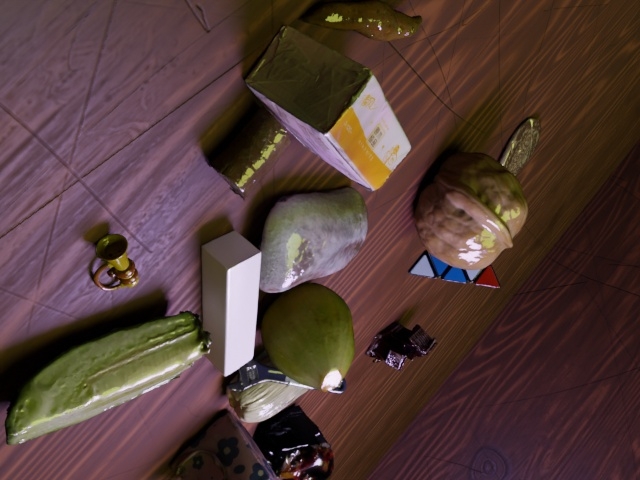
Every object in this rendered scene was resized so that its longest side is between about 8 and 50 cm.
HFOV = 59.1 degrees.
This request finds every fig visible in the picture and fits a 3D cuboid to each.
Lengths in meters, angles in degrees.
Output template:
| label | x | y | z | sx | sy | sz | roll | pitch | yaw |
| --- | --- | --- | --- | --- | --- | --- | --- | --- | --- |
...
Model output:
| label | x | y | z | sx | sy | sz | roll | pitch | yaw |
| --- | --- | --- | --- | --- | --- | --- | --- | --- | --- |
| fig | -0.014 | 0.213 | 1.228 | 0.207 | 0.230 | 0.207 | -37 | 162 | -15 |

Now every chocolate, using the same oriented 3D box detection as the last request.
| label | x | y | z | sx | sy | sz | roll | pitch | yaw |
| --- | --- | --- | --- | --- | --- | --- | --- | --- | --- |
| chocolate | 0.000 | 0.000 | 1.121 | 0.303 | 0.100 | 0.185 | -16 | 125 | -51 |

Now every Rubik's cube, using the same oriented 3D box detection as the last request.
| label | x | y | z | sx | sy | sz | roll | pitch | yaw |
| --- | --- | --- | --- | --- | --- | --- | --- | --- | --- |
| Rubik's cube | 0.481 | 0.056 | 1.772 | 0.284 | 0.234 | 0.250 | 3 | 118 | -56 |

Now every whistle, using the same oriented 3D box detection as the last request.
| label | x | y | z | sx | sy | sz | roll | pitch | yaw |
| --- | --- | --- | --- | --- | --- | --- | --- | --- | --- |
| whistle | -0.300 | 0.045 | 0.831 | 0.057 | 0.046 | 0.109 | -52 | 160 | -33 |

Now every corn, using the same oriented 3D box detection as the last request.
| label | x | y | z | sx | sy | sz | roll | pitch | yaw |
| --- | --- | --- | --- | --- | --- | --- | --- | --- | --- |
| corn | -0.082 | 0.313 | 1.348 | 0.305 | 0.123 | 0.122 | -33 | 143 | -34 |

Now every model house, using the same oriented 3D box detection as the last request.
| label | x | y | z | sx | sy | sz | roll | pitch | yaw |
| --- | --- | --- | --- | --- | --- | --- | --- | --- | --- |
| model house | 0.271 | 0.362 | 1.872 | 0.203 | 0.164 | 0.141 | -29 | 137 | -34 |

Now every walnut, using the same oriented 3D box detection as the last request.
| label | x | y | z | sx | sy | sz | roll | pitch | yaw |
| --- | --- | --- | --- | --- | --- | --- | --- | --- | --- |
| walnut | 0.396 | -0.070 | 1.487 | 0.296 | 0.285 | 0.285 | -49 | 151 | 6 |

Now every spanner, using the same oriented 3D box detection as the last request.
| label | x | y | z | sx | sy | sz | roll | pitch | yaw |
| --- | --- | --- | --- | --- | --- | --- | --- | --- | --- |
| spanner | -0.074 | 0.315 | 1.278 | 0.315 | 0.024 | 0.087 | 17 | 65 | -27 |

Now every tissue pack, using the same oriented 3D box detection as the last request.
| label | x | y | z | sx | sy | sz | roll | pitch | yaw |
| --- | --- | --- | --- | --- | --- | --- | --- | --- | --- |
| tissue pack | 0.021 | -0.198 | 0.885 | 0.124 | 0.185 | 0.225 | -54 | 151 | 0 |

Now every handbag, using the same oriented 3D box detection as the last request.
| label | x | y | z | sx | sy | sz | roll | pitch | yaw |
| --- | --- | --- | --- | --- | --- | --- | --- | --- | --- |
| handbag | -0.213 | 0.561 | 1.314 | 0.193 | 0.251 | 0.190 | -35 | 141 | -13 |

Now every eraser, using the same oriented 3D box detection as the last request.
| label | x | y | z | sx | sy | sz | roll | pitch | yaw |
| --- | --- | --- | --- | --- | --- | --- | --- | --- | --- |
| eraser | -0.172 | 0.126 | 1.065 | 0.076 | 0.078 | 0.298 | -29 | 143 | -37 |

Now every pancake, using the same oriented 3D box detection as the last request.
| label | x | y | z | sx | sy | sz | roll | pitch | yaw |
| --- | --- | --- | --- | --- | --- | --- | --- | --- | --- |
| pancake | 0.648 | -0.282 | 1.853 | 0.250 | 0.031 | 0.250 | -36 | 147 | -29 |

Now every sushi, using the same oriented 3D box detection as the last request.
| label | x | y | z | sx | sy | sz | roll | pitch | yaw |
| --- | --- | --- | --- | --- | --- | --- | --- | --- | --- |
| sushi | -0.065 | 0.632 | 1.625 | 0.215 | 0.212 | 0.227 | -15 | 132 | -47 |

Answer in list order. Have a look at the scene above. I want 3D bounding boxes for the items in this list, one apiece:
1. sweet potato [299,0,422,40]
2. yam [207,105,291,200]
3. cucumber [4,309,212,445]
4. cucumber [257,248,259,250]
| label | x | y | z | sx | sy | sz | roll | pitch | yaw |
| --- | --- | --- | --- | --- | --- | --- | --- | --- | --- |
| sweet potato | 0.079 | -0.362 | 0.922 | 0.273 | 0.067 | 0.067 | -14 | 133 | -42 |
| yam | -0.106 | -0.135 | 0.880 | 0.127 | 0.084 | 0.084 | -48 | 151 | -4 |
| cucumber | -0.343 | 0.210 | 0.891 | 0.325 | 0.105 | 0.145 | -21 | 164 | -44 |
| cucumber | -0.125 | 0.042 | 1.076 | 0.048 | 0.048 | 0.105 | -45 | 146 | -14 |
